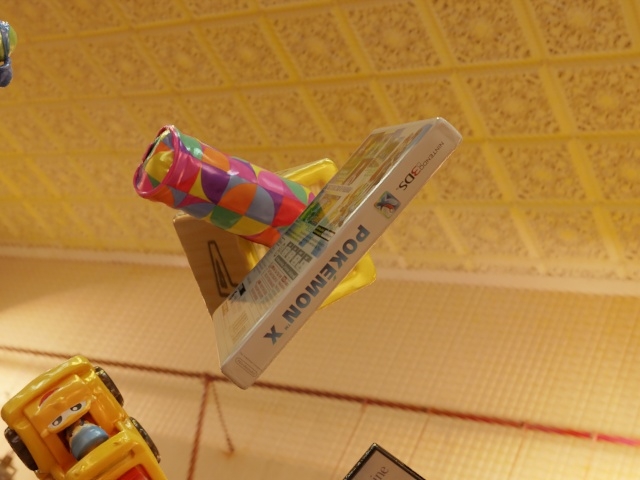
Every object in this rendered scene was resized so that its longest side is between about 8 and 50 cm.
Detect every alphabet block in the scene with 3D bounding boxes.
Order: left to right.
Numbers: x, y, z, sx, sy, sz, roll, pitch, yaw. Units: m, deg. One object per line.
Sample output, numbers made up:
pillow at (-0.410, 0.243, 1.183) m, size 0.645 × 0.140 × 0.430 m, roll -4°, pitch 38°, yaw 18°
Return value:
alphabet block at (-0.068, 0.011, 1.487) m, size 0.197 × 0.192 × 0.194 m, roll -9°, pitch -73°, yaw 59°

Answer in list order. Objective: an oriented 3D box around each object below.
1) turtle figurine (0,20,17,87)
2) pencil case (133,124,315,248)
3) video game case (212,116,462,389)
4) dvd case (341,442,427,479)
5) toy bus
turtle figurine at (-0.525, -0.292, 1.264) m, size 0.198 × 0.266 × 0.275 m, roll -126°, pitch -156°, yaw -50°
pencil case at (-0.114, -0.060, 1.281) m, size 0.236 × 0.105 × 0.104 m, roll 24°, pitch -23°, yaw -38°
video game case at (0.000, 0.000, 1.069) m, size 0.036 × 0.300 × 0.329 m, roll 41°, pitch -1°, yaw -8°
dvd case at (0.136, 0.500, 1.855) m, size 0.253 × 0.180 × 0.022 m, roll 38°, pitch 5°, yaw -13°
toy bus at (-0.267, 0.279, 1.265) m, size 0.211 × 0.149 × 0.220 m, roll 25°, pitch -36°, yaw 55°
